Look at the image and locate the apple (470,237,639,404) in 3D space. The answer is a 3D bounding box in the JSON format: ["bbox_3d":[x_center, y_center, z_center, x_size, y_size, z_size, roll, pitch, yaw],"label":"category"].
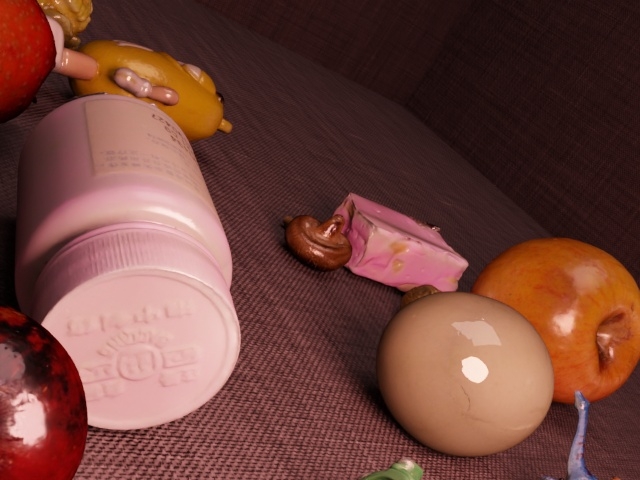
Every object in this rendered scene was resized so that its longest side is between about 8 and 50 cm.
[{"bbox_3d":[0.422,0.143,1.508,0.299,0.299,0.275,19,-8,-38],"label":"apple"}]

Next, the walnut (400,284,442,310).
[{"bbox_3d":[0.185,0.119,1.468,0.092,0.092,0.092,30,18,-11],"label":"walnut"}]

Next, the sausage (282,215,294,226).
[{"bbox_3d":[-0.020,0.001,1.513,0.132,0.024,0.024,42,20,23],"label":"sausage"}]

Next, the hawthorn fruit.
[{"bbox_3d":[-0.478,-0.253,1.107,0.254,0.254,0.300,43,-7,27],"label":"hawthorn fruit"}]

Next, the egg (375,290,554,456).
[{"bbox_3d":[0.194,0.179,1.115,0.269,0.219,0.219,18,23,-30],"label":"egg"}]

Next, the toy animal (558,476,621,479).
[{"bbox_3d":[0.424,0.416,1.120,0.255,0.116,0.114,35,-13,21],"label":"toy animal"}]

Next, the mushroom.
[{"bbox_3d":[-0.003,0.004,1.440,0.126,0.085,0.109,31,59,-5],"label":"mushroom"}]

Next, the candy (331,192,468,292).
[{"bbox_3d":[0.147,0.017,1.608,0.265,0.116,0.155,21,23,-35],"label":"candy"}]

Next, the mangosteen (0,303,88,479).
[{"bbox_3d":[-0.257,0.125,0.593,0.200,0.200,0.200,30,18,-11],"label":"mangosteen"}]

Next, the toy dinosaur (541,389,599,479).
[{"bbox_3d":[0.340,0.359,1.054,0.144,0.076,0.329,-3,65,-30],"label":"toy dinosaur"}]

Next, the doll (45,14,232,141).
[{"bbox_3d":[-0.376,-0.282,1.449,0.348,0.161,0.423,22,5,19],"label":"doll"}]

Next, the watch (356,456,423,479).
[{"bbox_3d":[0.087,0.310,0.790,0.152,0.131,0.165,45,7,-27],"label":"watch"}]

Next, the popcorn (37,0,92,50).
[{"bbox_3d":[-0.532,-0.456,1.577,0.187,0.185,0.167,23,1,-5],"label":"popcorn"}]

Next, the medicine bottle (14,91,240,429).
[{"bbox_3d":[-0.212,0.003,0.878,0.213,0.213,0.378,23,21,-29],"label":"medicine bottle"}]
